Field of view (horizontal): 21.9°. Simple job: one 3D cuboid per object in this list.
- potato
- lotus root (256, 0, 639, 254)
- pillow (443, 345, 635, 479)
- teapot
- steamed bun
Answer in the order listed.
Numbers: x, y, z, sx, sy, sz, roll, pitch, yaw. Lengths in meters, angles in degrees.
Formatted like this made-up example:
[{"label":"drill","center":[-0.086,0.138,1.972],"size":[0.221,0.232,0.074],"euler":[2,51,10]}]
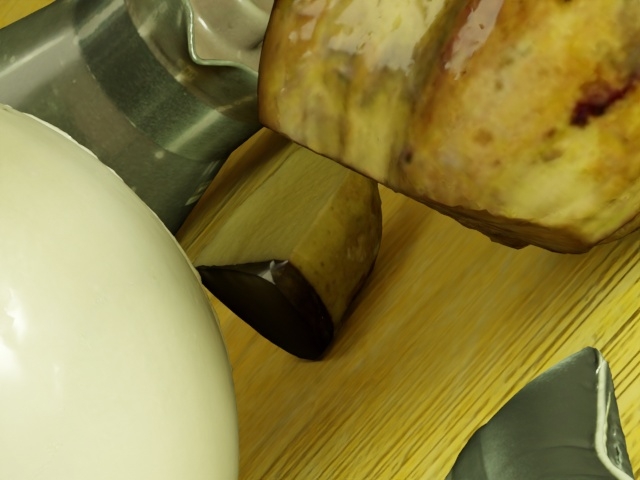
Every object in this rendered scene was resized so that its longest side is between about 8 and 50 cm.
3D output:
[{"label":"potato","center":[0.000,0.000,0.843],"size":[0.103,0.066,0.096],"euler":[-50,27,-17]},{"label":"lotus root","center":[0.116,-0.121,0.593],"size":[0.291,0.193,0.193],"euler":[-54,14,1]},{"label":"pillow","center":[0.061,0.088,0.450],"size":[0.135,0.055,0.091],"euler":[-95,14,-75]},{"label":"teapot","center":[-0.156,-0.102,1.279],"size":[0.344,0.253,0.300],"euler":[-35,12,29]},{"label":"steamed bun","center":[-0.198,0.088,0.699],"size":[0.324,0.324,0.206],"euler":[-44,5,29]}]
